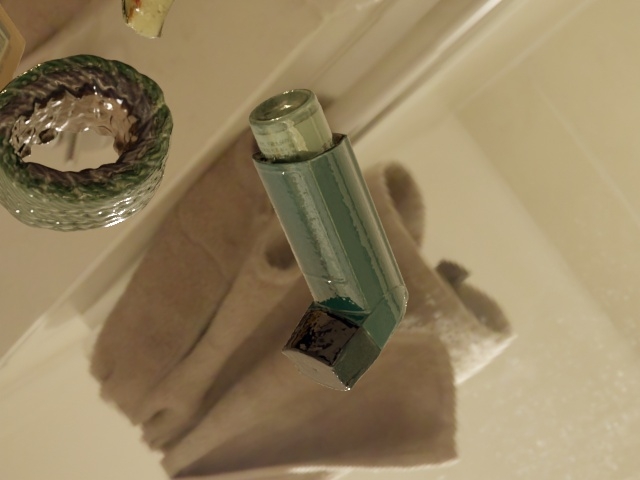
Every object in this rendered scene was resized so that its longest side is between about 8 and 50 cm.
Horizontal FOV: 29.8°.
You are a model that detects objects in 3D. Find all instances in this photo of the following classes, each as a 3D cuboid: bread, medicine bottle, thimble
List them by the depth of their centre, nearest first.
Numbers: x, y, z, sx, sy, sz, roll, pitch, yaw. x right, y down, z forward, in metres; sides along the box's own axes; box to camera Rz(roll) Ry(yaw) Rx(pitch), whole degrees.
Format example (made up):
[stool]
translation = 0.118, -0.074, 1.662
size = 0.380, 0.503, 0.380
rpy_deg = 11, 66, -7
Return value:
[bread]
translation = -0.100, -0.188, 0.723
size = 0.028, 0.068, 0.154
rpy_deg = 16, -142, -24
[thimble]
translation = -0.180, -0.069, 0.896
size = 0.135, 0.090, 0.118
rpy_deg = -21, -106, -22
[medicine bottle]
translation = 0.000, 0.000, 1.060
size = 0.124, 0.079, 0.258
rpy_deg = -36, -61, -29

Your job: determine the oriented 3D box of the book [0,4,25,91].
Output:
[book]
translation = -0.395, -0.226, 1.192
size = 0.295, 0.020, 0.208
rpy_deg = 63, -150, -49
